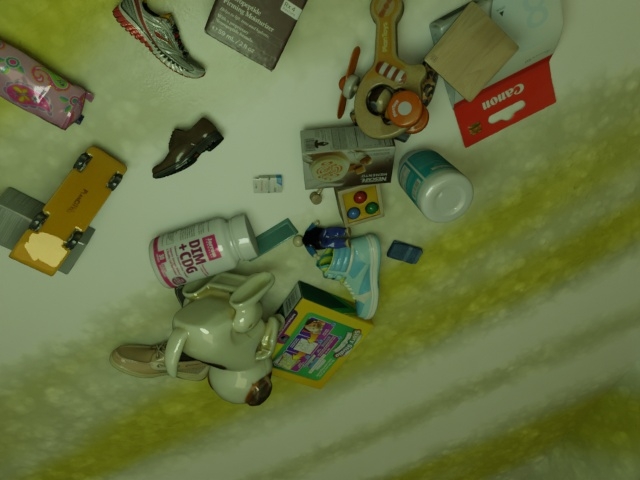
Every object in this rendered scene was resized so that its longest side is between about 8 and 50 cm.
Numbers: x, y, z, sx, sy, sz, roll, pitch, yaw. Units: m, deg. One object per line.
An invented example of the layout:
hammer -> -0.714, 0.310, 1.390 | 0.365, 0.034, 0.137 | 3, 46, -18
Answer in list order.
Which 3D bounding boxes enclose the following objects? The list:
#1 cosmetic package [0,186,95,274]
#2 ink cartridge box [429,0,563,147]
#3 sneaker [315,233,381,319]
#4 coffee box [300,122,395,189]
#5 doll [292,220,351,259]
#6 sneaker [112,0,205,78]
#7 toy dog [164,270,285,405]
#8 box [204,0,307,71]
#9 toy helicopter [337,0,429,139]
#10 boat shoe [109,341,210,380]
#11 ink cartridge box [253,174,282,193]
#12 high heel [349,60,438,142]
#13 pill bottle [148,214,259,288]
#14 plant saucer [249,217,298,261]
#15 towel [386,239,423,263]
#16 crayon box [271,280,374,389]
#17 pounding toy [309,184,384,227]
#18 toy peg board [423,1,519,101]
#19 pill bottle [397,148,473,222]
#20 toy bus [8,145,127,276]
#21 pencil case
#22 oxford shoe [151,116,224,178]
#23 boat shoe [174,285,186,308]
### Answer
cosmetic package -> -0.773, -0.023, 1.142 | 0.238, 0.107, 0.127 | 34, 109, -30
ink cartridge box -> 0.502, -0.473, 1.134 | 0.308, 0.091, 0.384 | -27, 121, 5
sneaker -> 0.088, 0.132, 1.399 | 0.208, 0.127, 0.318 | -5, 112, -11
coffee box -> 0.073, -0.230, 1.150 | 0.247, 0.098, 0.141 | -4, 145, -1
doll -> 0.000, 0.000, 1.307 | 0.189, 0.129, 0.046 | -2, 164, 18
sneaker -> -0.358, -0.469, 0.961 | 0.093, 0.088, 0.225 | -42, 120, 13
toy dog -> -0.263, 0.330, 1.282 | 0.285, 0.395, 0.407 | 1, 125, 20
box -> -0.141, -0.523, 0.925 | 0.169, 0.167, 0.203 | 22, 114, -23
toy helicopter -> 0.148, -0.434, 1.040 | 0.235, 0.140, 0.354 | 2, 97, 22
boat shoe -> -0.542, 0.402, 1.444 | 0.341, 0.121, 0.110 | 17, 112, -32
ink cartridge box -> -0.156, -0.166, 1.221 | 0.083, 0.028, 0.048 | -3, 121, -10
high heel -> 0.200, -0.401, 1.115 | 0.186, 0.093, 0.261 | 12, 122, -18
pill bottle -> -0.337, 0.027, 1.224 | 0.283, 0.160, 0.160 | -18, 123, -1
plant saucer -> -0.166, 0.003, 1.329 | 0.192, 0.018, 0.067 | -31, 122, 7
towel -> 0.292, 0.042, 1.439 | 0.120, 0.029, 0.067 | 15, 117, -20
crayon box -> -0.035, 0.358, 1.520 | 0.313, 0.106, 0.362 | 25, 113, -25
pounding toy -> 0.074, -0.135, 1.248 | 0.206, 0.094, 0.181 | -16, 123, -2
toy peg board -> 0.365, -0.464, 1.032 | 0.161, 0.079, 0.161 | 37, 110, -11
pill bottle -> 0.309, -0.170, 1.174 | 0.146, 0.264, 0.146 | -5, 123, -8
toy bus -> -0.639, -0.076, 1.064 | 0.108, 0.130, 0.332 | 35, 70, -27
pencil case -> -0.684, -0.371, 0.942 | 0.284, 0.124, 0.124 | 30, 111, -27
oxford shoe -> -0.372, -0.247, 1.111 | 0.227, 0.083, 0.096 | -34, 99, 11
boat shoe -> -0.410, 0.229, 1.386 | 0.081, 0.068, 0.227 | -26, 122, 5
